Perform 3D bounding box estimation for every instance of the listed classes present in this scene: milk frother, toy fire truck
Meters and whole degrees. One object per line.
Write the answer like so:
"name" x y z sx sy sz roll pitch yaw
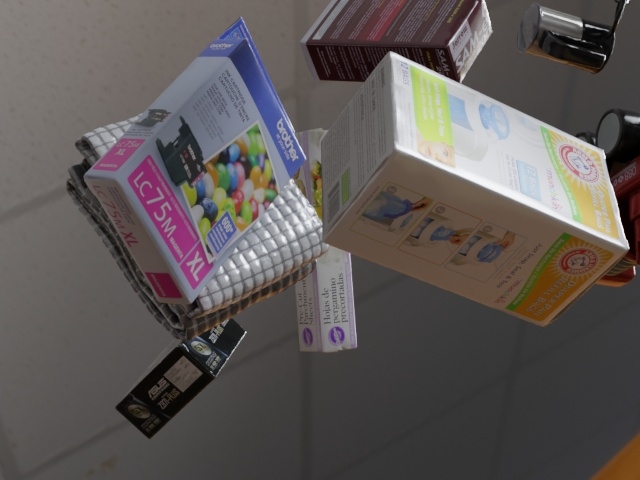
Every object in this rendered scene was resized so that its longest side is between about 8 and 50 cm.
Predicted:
"milk frother" 0.404 -0.347 1.937 0.135 0.129 0.143 13 -81 -14
"toy fire truck" 0.344 0.012 1.323 0.158 0.246 0.217 10 -22 -18

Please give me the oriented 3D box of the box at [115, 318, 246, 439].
"box" -0.219 0.203 1.925 0.180 0.077 0.147 -44 6 30

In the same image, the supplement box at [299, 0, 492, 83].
"supplement box" 0.107 -0.288 1.739 0.130 0.239 0.073 -57 -41 -34

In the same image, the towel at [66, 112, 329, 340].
"towel" -0.160 -0.034 1.554 0.235 0.283 0.121 -27 -19 -37

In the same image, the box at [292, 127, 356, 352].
"box" 0.000 0.000 1.788 0.063 0.067 0.324 -4 -90 -32

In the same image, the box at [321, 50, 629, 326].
"box" 0.112 -0.034 0.914 0.203 0.114 0.103 22 -48 -21

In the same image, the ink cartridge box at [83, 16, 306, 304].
"ink cartridge box" -0.122 -0.099 1.411 0.311 0.065 0.186 -55 -47 -36
